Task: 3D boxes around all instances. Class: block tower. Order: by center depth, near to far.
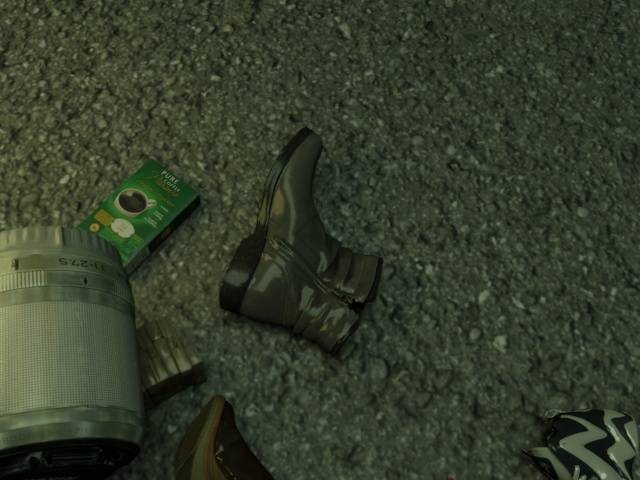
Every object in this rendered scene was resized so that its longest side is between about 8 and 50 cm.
[{"bbox_3d":[-0.331,0.223,0.984,0.336,0.091,0.097,-25,67,-16],"label":"block tower"}]

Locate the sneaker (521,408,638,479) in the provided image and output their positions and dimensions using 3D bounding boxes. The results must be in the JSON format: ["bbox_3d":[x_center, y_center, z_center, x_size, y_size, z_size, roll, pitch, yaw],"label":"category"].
[{"bbox_3d":[0.349,0.334,0.961,0.153,0.094,0.235,10,62,4],"label":"sneaker"}]

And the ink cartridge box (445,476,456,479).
[{"bbox_3d":[0.110,0.452,0.812,0.131,0.226,0.306,32,65,14],"label":"ink cartridge box"}]

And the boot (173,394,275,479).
[{"bbox_3d":[-0.090,0.333,0.940,0.207,0.090,0.248,35,20,-16],"label":"boot"}]

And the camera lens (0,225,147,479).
[{"bbox_3d":[-0.330,0.149,0.848,0.219,0.219,0.274,-10,63,-8],"label":"camera lens"}]

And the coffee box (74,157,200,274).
[{"bbox_3d":[-0.295,-0.038,1.151,0.113,0.040,0.184,34,66,13],"label":"coffee box"}]

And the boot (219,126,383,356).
[{"bbox_3d":[0.000,0.000,1.120,0.223,0.118,0.338,20,74,4],"label":"boot"}]
